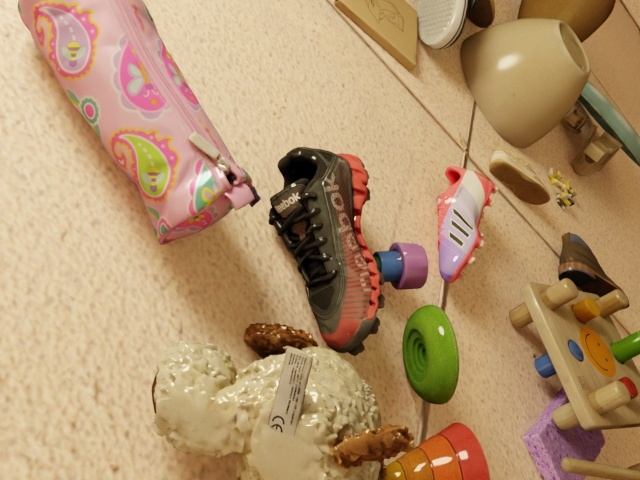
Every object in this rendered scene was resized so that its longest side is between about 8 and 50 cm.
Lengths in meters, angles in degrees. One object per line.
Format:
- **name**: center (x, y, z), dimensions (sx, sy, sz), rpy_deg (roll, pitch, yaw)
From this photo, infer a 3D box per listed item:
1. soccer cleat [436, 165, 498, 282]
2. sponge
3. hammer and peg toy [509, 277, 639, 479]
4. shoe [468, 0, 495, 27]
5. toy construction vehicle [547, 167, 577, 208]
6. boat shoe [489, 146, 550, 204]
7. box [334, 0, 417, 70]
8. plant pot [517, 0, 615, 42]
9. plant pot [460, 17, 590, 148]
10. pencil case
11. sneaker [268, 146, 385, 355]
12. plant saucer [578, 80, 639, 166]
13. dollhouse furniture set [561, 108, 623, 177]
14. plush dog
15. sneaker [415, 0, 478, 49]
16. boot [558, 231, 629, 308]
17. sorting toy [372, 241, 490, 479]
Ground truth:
- **soccer cleat**: center (0.221, -0.030, 1.063), dimensions (0.095, 0.083, 0.248), rpy_deg (27, 49, 4)
- **sponge**: center (0.412, 0.332, 1.085), dimensions (0.210, 0.031, 0.117), rpy_deg (-20, 84, -50)
- **hammer and peg toy**: center (0.475, 0.239, 1.081), dimensions (0.266, 0.127, 0.361), rpy_deg (12, 51, -39)
- **shoe**: center (0.351, -0.588, 1.470), dimensions (0.058, 0.077, 0.219), rpy_deg (-55, 131, -29)
- **toy construction vehicle**: center (0.564, -0.122, 1.503), dimensions (0.098, 0.035, 0.086), rpy_deg (47, 42, -18)
- **boat shoe**: center (0.410, -0.134, 1.322), dimensions (0.170, 0.063, 0.059), rpy_deg (34, 53, -29)
- **box**: center (0.107, -0.427, 1.196), dimensions (0.201, 0.021, 0.164), rpy_deg (32, 48, -33)
- **plant pot**: center (0.613, -0.584, 1.693), dimensions (0.237, 0.237, 0.254), rpy_deg (49, 55, -16)
- **plant pot**: center (0.469, -0.372, 1.421), dimensions (0.284, 0.191, 0.284), rpy_deg (25, 52, -36)
- **pencil case**: center (-0.176, -0.136, 0.649), dimensions (0.124, 0.124, 0.284), rpy_deg (-35, 95, -50)
- **sneaker**: center (0.000, 0.000, 0.778), dimensions (0.135, 0.098, 0.276), rpy_deg (21, 52, -39)
- **plant saucer**: center (0.781, -0.331, 1.762), dimensions (0.317, 0.044, 0.317), rpy_deg (40, 23, -21)
- **dollhouse furniture set**: center (0.646, -0.243, 1.644), dimensions (0.161, 0.101, 0.182), rpy_deg (46, 36, 19)
- **plush dog**: center (-0.006, 0.179, 0.625), dimensions (0.262, 0.211, 0.225), rpy_deg (65, 13, 0)
- **sneaker**: center (0.269, -0.499, 1.328), dimensions (0.127, 0.126, 0.321), rpy_deg (23, 52, -31)
- **boot**: center (0.585, 0.068, 1.383), dimensions (0.219, 0.082, 0.106), rpy_deg (31, 51, -30)
- **sorting toy**: center (0.097, 0.170, 0.810), dimensions (0.126, 0.127, 0.365), rpy_deg (-2, 64, -16)
